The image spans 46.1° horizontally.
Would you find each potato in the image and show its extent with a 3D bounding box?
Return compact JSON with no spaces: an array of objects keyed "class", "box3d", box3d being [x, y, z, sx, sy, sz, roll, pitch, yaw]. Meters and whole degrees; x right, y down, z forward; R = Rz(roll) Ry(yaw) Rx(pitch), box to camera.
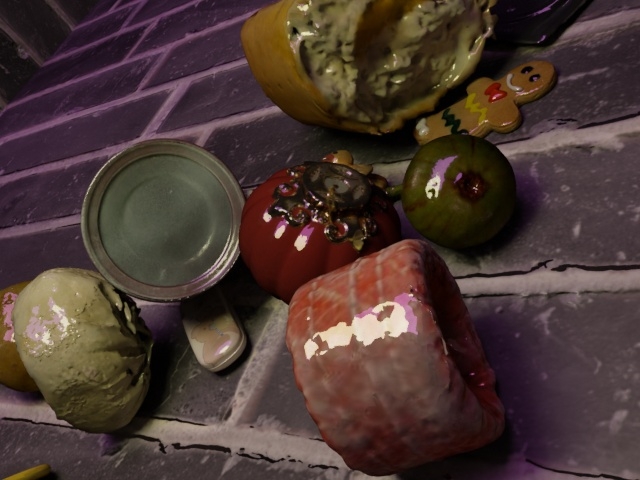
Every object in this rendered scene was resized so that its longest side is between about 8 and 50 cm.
[{"class":"potato","box3d":[-0.508,0.186,1.326,0.204,0.178,0.158,-19,48,-17]}]

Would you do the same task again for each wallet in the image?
[{"class":"wallet","box3d":[0.391,-0.455,1.323,0.323,0.041,0.247,-46,36,-14]}]

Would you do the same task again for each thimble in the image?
[{"class":"thimble","box3d":[0.077,0.121,0.786,0.162,0.239,0.239,-25,36,17]}]

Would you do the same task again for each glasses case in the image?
[{"class":"glasses case","box3d":[-0.168,0.127,1.160,0.081,0.051,0.204,-41,33,0]}]

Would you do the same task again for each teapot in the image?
[{"class":"teapot","box3d":[-0.205,-0.034,1.202,0.315,0.233,0.312,-12,2,-11]}]

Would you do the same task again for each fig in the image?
[{"class":"fig","box3d":[0.171,-0.066,1.041,0.151,0.151,0.259,-42,7,-5]}]

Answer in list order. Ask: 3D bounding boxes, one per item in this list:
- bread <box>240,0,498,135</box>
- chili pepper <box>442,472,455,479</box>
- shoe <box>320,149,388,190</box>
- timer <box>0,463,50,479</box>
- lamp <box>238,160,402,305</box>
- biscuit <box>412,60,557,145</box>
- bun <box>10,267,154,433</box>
[{"class":"bread","box3d":[0.070,-0.323,1.278,0.361,0.250,0.394,-26,17,-17]},{"class":"chili pepper","box3d":[0.170,0.278,0.667,0.169,0.065,0.088,8,56,43]},{"class":"shoe","box3d":[0.052,-0.093,1.179,0.109,0.072,0.069,24,46,18]},{"class":"timer","box3d":[-0.614,0.413,1.041,0.376,0.376,0.387,-27,-7,18]},{"class":"lamp","box3d":[0.000,0.000,1.026,0.227,0.227,0.226,-25,37,20]},{"class":"biscuit","box3d":[0.252,-0.207,1.169,0.240,0.035,0.158,-33,37,9]},{"class":"bun","box3d":[-0.335,0.147,1.127,0.152,0.259,0.259,-25,35,3]}]
